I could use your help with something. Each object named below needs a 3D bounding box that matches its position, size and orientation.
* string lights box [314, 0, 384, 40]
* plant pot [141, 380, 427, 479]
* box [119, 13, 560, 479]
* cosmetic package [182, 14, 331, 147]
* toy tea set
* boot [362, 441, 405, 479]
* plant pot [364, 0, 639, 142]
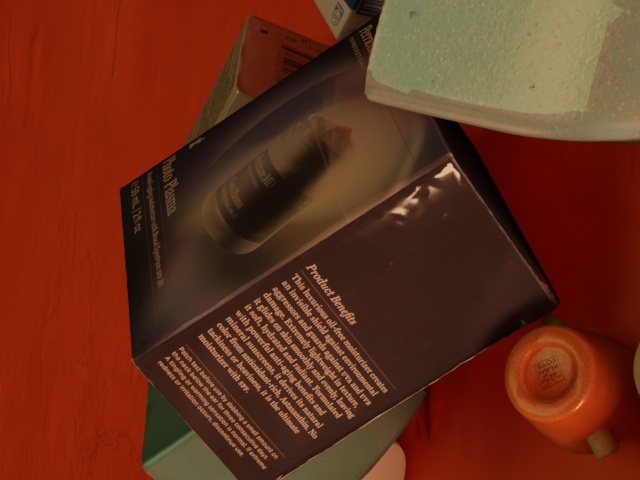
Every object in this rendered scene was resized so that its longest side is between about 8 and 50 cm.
[{"bbox_3d":[0.108,-0.297,1.394,0.260,0.133,0.077,-62,36,33],"label":"string lights box"},{"bbox_3d":[-0.024,0.151,1.459,0.234,0.166,0.165,-37,25,17],"label":"plant pot"},{"bbox_3d":[0.000,0.000,1.295,0.294,0.183,0.296,-33,29,8],"label":"box"},{"bbox_3d":[-0.082,-0.070,1.651,0.153,0.129,0.296,-86,22,-49],"label":"cosmetic package"},{"bbox_3d":[0.222,0.208,1.147,0.200,0.124,0.336,6,78,33],"label":"toy tea set"},{"bbox_3d":[0.030,0.275,1.511,0.086,0.069,0.190,18,92,64],"label":"boot"},{"bbox_3d":[0.225,-0.178,1.089,0.252,0.247,0.248,25,107,39],"label":"plant pot"}]
